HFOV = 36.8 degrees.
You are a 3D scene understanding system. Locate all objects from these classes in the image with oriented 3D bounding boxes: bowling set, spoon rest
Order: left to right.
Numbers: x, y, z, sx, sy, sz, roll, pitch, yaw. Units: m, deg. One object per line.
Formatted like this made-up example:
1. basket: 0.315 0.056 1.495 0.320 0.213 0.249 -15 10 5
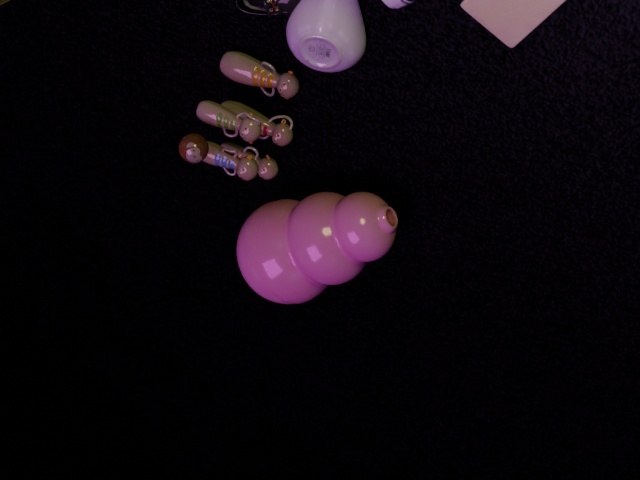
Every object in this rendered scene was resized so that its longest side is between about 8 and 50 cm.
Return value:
1. bowling set: -0.150 -0.178 1.762 0.154 0.200 0.287 23 142 14
2. spoon rest: 0.018 -0.374 1.548 0.137 0.084 0.276 17 149 2

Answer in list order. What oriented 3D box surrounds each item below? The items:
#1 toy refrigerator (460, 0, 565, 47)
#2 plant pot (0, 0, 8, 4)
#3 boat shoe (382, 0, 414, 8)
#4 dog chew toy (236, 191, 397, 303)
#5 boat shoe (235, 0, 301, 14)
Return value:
1. toy refrigerator: 0.318 -0.392 1.300 0.102 0.094 0.269 37 141 -10
2. plant pot: -0.586 -0.593 1.582 0.366 0.366 0.353 -17 109 44
3. boat shoe: 0.073 -0.470 1.382 0.102 0.108 0.301 -18 125 36
4. dog chew toy: 0.000 0.000 1.823 0.332 0.206 0.207 -19 115 36
5. boat shoe: -0.080 -0.399 1.617 0.133 0.042 0.049 12 131 25
